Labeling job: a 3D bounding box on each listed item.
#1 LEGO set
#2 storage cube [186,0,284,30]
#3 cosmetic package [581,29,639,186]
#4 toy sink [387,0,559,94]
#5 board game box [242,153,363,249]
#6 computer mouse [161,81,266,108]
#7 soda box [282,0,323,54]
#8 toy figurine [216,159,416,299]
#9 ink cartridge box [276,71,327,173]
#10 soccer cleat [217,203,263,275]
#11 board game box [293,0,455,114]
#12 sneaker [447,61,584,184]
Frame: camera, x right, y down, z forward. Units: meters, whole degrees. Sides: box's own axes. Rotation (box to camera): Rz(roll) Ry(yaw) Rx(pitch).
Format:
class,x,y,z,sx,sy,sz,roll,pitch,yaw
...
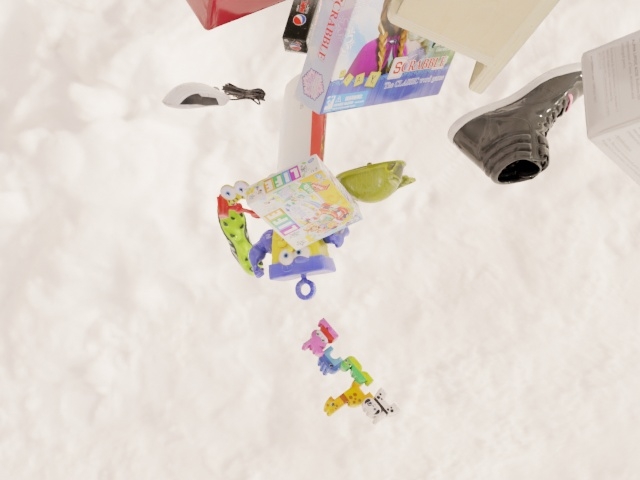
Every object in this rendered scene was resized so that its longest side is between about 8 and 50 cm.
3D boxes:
class,x,y,z,sx,sy,sz,roll,pitch,yaw
LEGO set,0.035,0.272,1.790,0.093,0.087,0.227,-33,71,-26
storage cube,-0.143,-0.483,1.497,0.215,0.193,0.184,-28,72,-24
cosmetic package,0.574,-0.212,1.274,0.384,0.217,0.156,-19,56,36
toy sink,0.155,-0.273,0.917,0.131,0.234,0.153,22,71,-4
board game box,-0.019,-0.046,1.217,0.103,0.154,0.026,-25,61,13
computer mouse,-0.205,-0.275,1.767,0.106,0.193,0.042,25,118,44
soda box,-0.036,-0.496,2.094,0.060,0.053,0.169,11,67,10
toy figurine,0.000,0.000,1.688,0.362,0.191,0.217,-10,73,19
ink cartridge box,-0.040,-0.216,1.956,0.091,0.385,0.308,4,66,-3
soccer cleat,-0.176,-0.007,1.980,0.072,0.060,0.179,-3,112,64
board game box,0.127,-0.367,1.491,0.066,0.318,0.318,38,126,29
sneaker,0.381,-0.193,1.631,0.295,0.105,0.147,-27,64,-6
